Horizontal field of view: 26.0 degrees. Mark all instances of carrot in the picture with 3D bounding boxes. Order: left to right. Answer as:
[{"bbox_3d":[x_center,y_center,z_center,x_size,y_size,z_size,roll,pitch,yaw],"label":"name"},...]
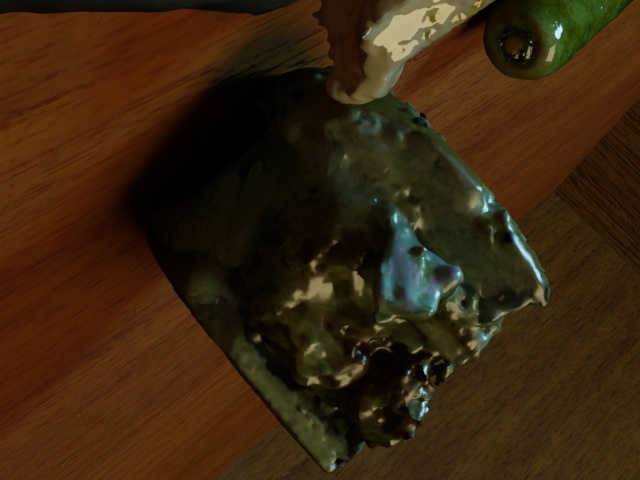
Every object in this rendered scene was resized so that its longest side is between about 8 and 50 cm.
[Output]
[{"bbox_3d":[0.238,-0.222,1.188,0.358,0.074,0.074,-39,170,-48],"label":"carrot"}]

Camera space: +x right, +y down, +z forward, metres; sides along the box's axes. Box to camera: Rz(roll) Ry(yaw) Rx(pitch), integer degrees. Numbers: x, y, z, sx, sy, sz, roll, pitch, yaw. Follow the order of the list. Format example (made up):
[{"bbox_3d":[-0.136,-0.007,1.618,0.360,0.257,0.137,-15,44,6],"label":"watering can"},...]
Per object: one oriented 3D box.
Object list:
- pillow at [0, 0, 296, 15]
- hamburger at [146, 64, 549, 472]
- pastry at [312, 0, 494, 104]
[{"bbox_3d":[0.000,-0.148,0.316,0.250,0.106,0.186,-52,161,29],"label":"pillow"},{"bbox_3d":[0.000,0.000,0.795,0.167,0.192,0.288,-39,-164,-3],"label":"hamburger"},{"bbox_3d":[0.078,-0.157,0.675,0.258,0.089,0.121,-35,163,-40],"label":"pastry"}]
